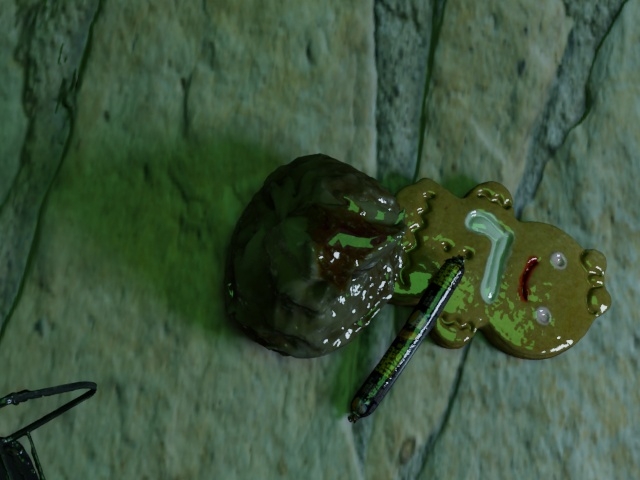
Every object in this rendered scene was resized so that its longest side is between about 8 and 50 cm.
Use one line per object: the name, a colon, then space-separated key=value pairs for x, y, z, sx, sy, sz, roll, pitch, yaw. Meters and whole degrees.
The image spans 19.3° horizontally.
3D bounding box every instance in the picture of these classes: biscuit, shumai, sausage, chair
biscuit: x=0.175 y=0.033 z=1.888 sx=0.248 sy=0.035 sz=0.184 roll=24 pitch=68 yaw=-8
shumai: x=0.000 y=0.000 z=1.763 sx=0.166 sy=0.175 sz=0.206 roll=20 pitch=70 yaw=1
sausage: x=0.085 y=0.095 z=1.826 sx=0.028 sy=0.025 sz=0.198 roll=35 pitch=80 yaw=5
chair: x=-0.295 y=0.231 z=1.652 sx=0.145 sy=0.221 sz=0.140 roll=2 pitch=65 yaw=-61
